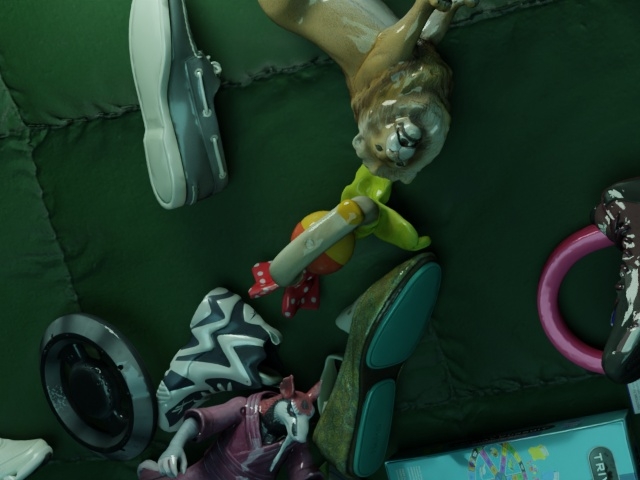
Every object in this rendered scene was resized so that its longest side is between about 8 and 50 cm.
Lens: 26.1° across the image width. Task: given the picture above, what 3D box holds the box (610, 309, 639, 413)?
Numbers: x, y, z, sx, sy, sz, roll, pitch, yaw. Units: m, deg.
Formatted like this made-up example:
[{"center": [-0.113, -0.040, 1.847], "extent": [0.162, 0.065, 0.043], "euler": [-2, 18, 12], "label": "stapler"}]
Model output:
[{"center": [0.446, 0.138, 1.730], "extent": [0.137, 0.072, 0.126], "euler": [-13, 102, 17], "label": "box"}]

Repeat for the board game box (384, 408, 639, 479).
[{"center": [0.282, 0.388, 1.884], "extent": [0.336, 0.079, 0.253], "euler": [-13, 90, 18], "label": "board game box"}]

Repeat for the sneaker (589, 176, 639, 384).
[{"center": [0.379, 0.031, 1.674], "extent": [0.163, 0.106, 0.281], "euler": [27, 74, 32], "label": "sneaker"}]

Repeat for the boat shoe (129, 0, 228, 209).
[{"center": [-0.182, -0.204, 1.824], "extent": [0.099, 0.116, 0.319], "euler": [-11, 104, -28], "label": "boat shoe"}]

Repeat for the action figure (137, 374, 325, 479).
[{"center": [-0.103, 0.323, 1.913], "extent": [0.248, 0.275, 0.370], "euler": [36, 106, -7], "label": "action figure"}]

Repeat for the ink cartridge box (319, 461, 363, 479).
[{"center": [0.031, 0.411, 1.906], "extent": [0.109, 0.209, 0.062], "euler": [37, 117, -17], "label": "ink cartridge box"}]

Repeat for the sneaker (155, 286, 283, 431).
[{"center": [-0.130, 0.197, 1.939], "extent": [0.153, 0.094, 0.235], "euler": [30, 104, 11], "label": "sneaker"}]

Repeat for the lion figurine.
[{"center": [0.034, -0.272, 1.725], "extent": [0.392, 0.142, 0.240], "euler": [45, 122, 10], "label": "lion figurine"}]

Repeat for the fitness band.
[{"center": [0.424, 0.064, 1.778], "extent": [0.291, 0.054, 0.209], "euler": [-18, 104, 18], "label": "fitness band"}]

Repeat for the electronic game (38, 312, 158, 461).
[{"center": [-0.322, 0.212, 1.986], "extent": [0.229, 0.048, 0.229], "euler": [16, 117, 33], "label": "electronic game"}]

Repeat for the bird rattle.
[{"center": [0.000, 0.000, 1.789], "extent": [0.254, 0.207, 0.143], "euler": [-30, 82, 12], "label": "bird rattle"}]

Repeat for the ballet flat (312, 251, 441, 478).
[{"center": [0.062, 0.158, 1.877], "extent": [0.123, 0.123, 0.348], "euler": [18, 111, 7], "label": "ballet flat"}]

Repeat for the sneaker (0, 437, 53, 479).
[{"center": [-0.546, 0.333, 2.092], "extent": [0.292, 0.110, 0.118], "euler": [-13, 97, 18], "label": "sneaker"}]
